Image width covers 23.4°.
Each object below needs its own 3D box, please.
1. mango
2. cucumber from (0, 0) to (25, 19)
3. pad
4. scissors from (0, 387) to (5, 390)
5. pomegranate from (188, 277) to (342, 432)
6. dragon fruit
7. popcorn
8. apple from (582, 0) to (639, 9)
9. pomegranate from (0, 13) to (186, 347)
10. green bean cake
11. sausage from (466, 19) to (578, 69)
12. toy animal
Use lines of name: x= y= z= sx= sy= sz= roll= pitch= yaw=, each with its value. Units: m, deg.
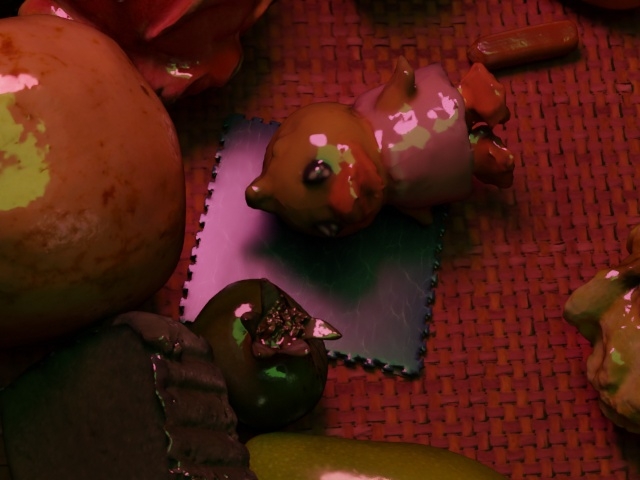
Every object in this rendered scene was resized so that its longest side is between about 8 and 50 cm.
mango: x=0.074 y=0.279 z=1.463 sx=0.343 sy=0.156 sz=0.192 roll=26 pitch=62 yaw=7
cucumber: x=-0.479 y=-0.268 z=1.688 sx=0.360 sy=0.096 sz=0.096 roll=-2 pitch=65 yaw=-11
pad: x=0.000 y=0.000 z=1.664 sx=0.269 sy=0.012 sz=0.269 roll=11 pitch=64 yaw=-2
scissors: x=-0.311 y=0.157 z=1.548 sx=0.189 sy=0.015 sz=0.100 roll=-5 pitch=63 yaw=-11
pomegranate: x=-0.055 y=0.101 z=1.508 sx=0.152 sy=0.191 sz=0.131 roll=44 pitch=64 yaw=9
dragon fruit: x=-0.187 y=-0.280 z=1.646 sx=0.306 sy=0.225 sz=0.305 roll=12 pitch=21 yaw=-5
popcorn: x=0.388 y=0.092 z=1.575 sx=0.255 sy=0.195 sz=0.256 roll=33 pitch=84 yaw=14
apple: x=0.331 y=-0.357 z=1.788 sx=0.199 sy=0.199 sz=0.199 roll=3 pitch=65 yaw=-6
pomegranate: x=-0.301 y=-0.044 z=1.485 sx=0.343 sy=0.342 sz=0.342 roll=3 pitch=65 yaw=-6
green bean cake: x=-0.182 y=0.193 z=1.440 sx=0.223 sy=0.125 sz=0.227 roll=-32 pitch=70 yaw=25
sausage: x=0.233 y=-0.225 z=1.784 sx=0.131 sy=0.039 sz=0.041 roll=-13 pitch=75 yaw=-12
toy animal: x=0.053 y=-0.091 z=1.623 sx=0.281 sy=0.195 sz=0.169 roll=-24 pitch=31 yaw=-21
